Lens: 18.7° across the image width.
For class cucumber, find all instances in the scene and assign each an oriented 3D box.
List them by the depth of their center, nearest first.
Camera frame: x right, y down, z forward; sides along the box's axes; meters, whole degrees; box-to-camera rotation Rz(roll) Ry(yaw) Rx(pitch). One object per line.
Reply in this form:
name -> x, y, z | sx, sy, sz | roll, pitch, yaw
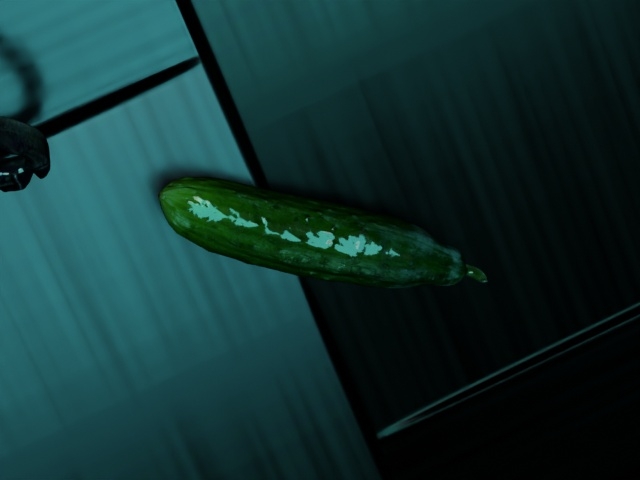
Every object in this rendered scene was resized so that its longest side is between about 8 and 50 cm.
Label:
cucumber -> 0.000, 0.000, 0.863 | 0.155, 0.037, 0.037 | 13, 102, -16

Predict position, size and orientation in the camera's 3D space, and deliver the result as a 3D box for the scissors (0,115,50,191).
scissors -> -0.233, -0.034, 0.706 | 0.300, 0.109, 0.022 | 4, 69, -47
